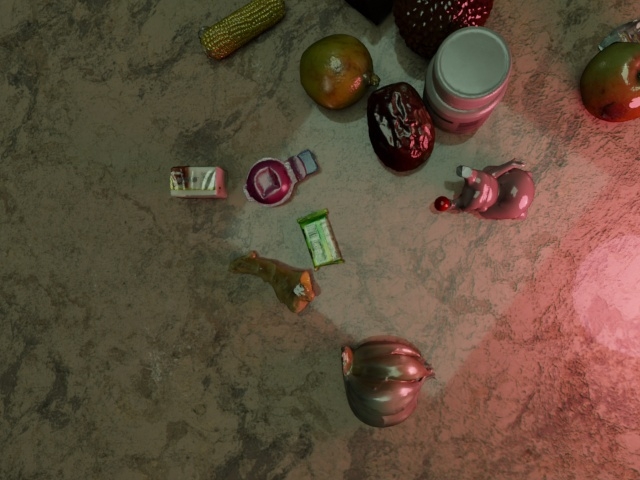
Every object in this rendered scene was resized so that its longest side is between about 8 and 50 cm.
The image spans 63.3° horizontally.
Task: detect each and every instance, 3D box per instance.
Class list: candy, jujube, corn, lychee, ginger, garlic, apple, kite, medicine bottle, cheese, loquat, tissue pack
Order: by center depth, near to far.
[{"bbox_3d":[0.378,-0.414,1.366,0.208,0.340,0.208,0,90,9],"label":"medicine bottle"},{"bbox_3d":[0.793,-0.418,1.374,0.174,0.188,0.207,-19,87,10],"label":"apple"},{"bbox_3d":[0.327,-0.651,1.409,0.276,0.275,0.304,16,112,9],"label":"lychee"},{"bbox_3d":[0.897,-0.496,1.445,0.141,0.015,0.245,-33,82,10],"label":"kite"},{"bbox_3d":[0.225,-0.318,1.473,0.183,0.183,0.243,-16,109,9],"label":"jujube"},{"bbox_3d":[0.063,-0.479,1.482,0.246,0.213,0.213,23,95,30],"label":"loquat"},{"bbox_3d":[0.186,0.421,1.534,0.292,0.210,0.237,15,59,13],"label":"garlic"},{"bbox_3d":[-0.235,-0.658,1.586,0.293,0.106,0.106,-30,86,4],"label":"corn"},{"bbox_3d":[0.000,0.000,1.592,0.102,0.032,0.178,-20,87,6],"label":"candy"},{"bbox_3d":[-0.126,-0.195,1.593,0.244,0.062,0.155,-27,88,8],"label":"cheese"},{"bbox_3d":[-0.149,0.123,1.599,0.295,0.086,0.131,20,103,16],"label":"ginger"},{"bbox_3d":[-0.376,-0.180,1.612,0.149,0.106,0.099,1,92,9],"label":"tissue pack"}]

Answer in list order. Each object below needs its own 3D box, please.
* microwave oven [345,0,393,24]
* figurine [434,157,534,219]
[{"bbox_3d":[0.162,-0.780,1.476,0.178,0.188,0.247,44,101,11],"label":"microwave oven"},{"bbox_3d":[0.457,-0.144,1.437,0.288,0.186,0.176,-3,103,-25],"label":"figurine"}]
